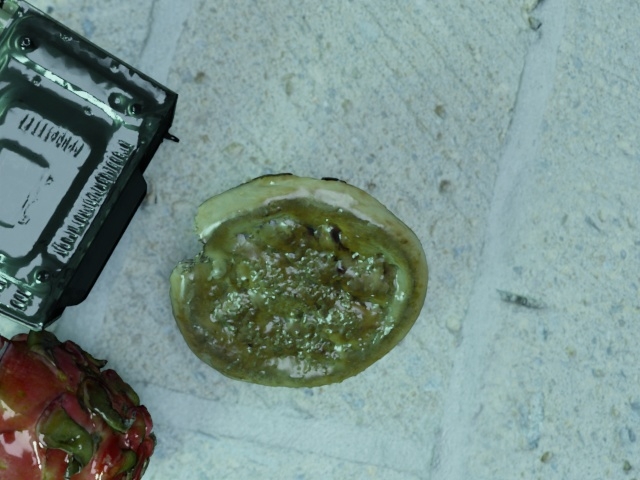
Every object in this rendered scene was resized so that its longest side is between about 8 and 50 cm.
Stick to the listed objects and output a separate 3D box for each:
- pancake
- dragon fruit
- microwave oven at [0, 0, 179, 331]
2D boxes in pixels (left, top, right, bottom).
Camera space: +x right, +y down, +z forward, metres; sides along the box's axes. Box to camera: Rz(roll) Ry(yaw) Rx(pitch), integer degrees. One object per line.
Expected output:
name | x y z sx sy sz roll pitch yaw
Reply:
pancake | -0.040 0.076 0.938 0.383 0.071 0.382 -2 118 -4
dragon fruit | -0.362 0.273 0.841 0.269 0.250 0.291 -43 123 0
microwave oven | -0.384 -0.095 0.849 0.286 0.218 0.354 31 81 -13
